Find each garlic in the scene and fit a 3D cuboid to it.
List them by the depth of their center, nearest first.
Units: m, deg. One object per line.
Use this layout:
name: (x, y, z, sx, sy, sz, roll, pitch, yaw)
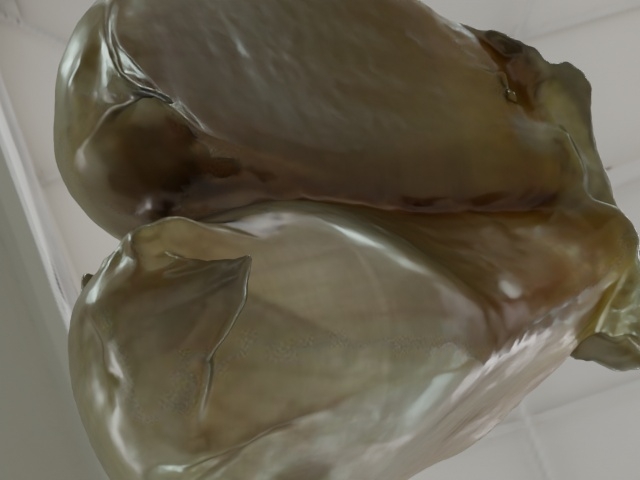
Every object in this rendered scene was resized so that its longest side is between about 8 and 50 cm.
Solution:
garlic: (0.000, 0.000, 0.663, 0.313, 0.249, 0.286, -10, -83, -39)
